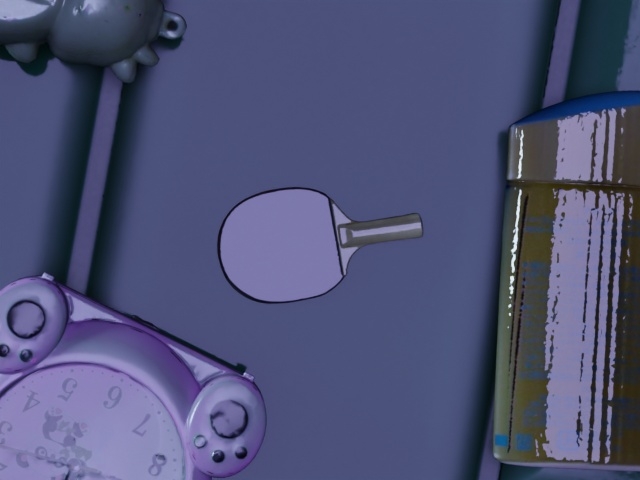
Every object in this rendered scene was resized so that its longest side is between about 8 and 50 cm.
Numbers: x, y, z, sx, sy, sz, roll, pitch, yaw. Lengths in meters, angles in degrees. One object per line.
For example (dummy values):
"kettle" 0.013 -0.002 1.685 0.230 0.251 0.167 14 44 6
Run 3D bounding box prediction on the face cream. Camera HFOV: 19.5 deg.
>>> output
"face cream" 0.204 0.028 1.396 0.139 0.067 0.285 3 90 -6

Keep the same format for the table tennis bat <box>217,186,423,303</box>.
"table tennis bat" 0.000 0.000 1.407 0.156 0.013 0.087 -8 89 -4

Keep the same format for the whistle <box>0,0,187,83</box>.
"whistle" -0.216 -0.186 1.352 0.244 0.092 0.110 14 92 -8

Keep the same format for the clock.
"clock" -0.179 0.170 1.354 0.227 0.090 0.248 27 89 -4
